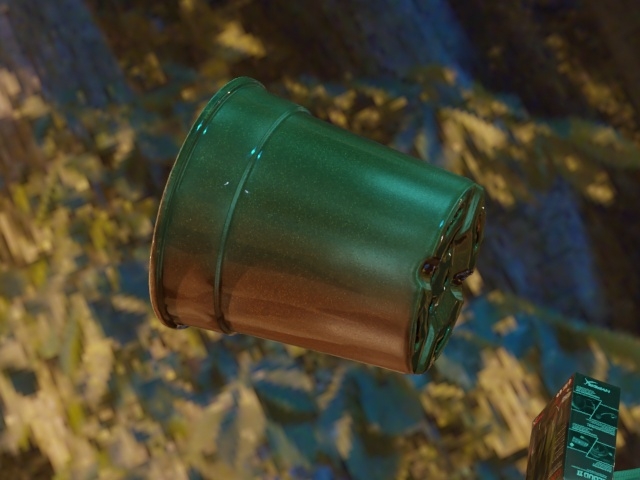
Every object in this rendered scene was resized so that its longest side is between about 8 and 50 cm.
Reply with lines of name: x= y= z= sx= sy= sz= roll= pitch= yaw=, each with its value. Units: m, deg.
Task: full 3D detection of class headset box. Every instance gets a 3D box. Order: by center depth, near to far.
headset box: x=0.143 y=0.128 z=1.115 sx=0.032 sy=0.083 sz=0.062 roll=20 pitch=-39 yaw=-8

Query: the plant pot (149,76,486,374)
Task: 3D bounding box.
plant pot: x=0.005 y=0.001 z=1.198 sx=0.167 sy=0.165 sz=0.167 roll=18 pitch=-90 yaw=-72

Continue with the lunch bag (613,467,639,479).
lunch bag: x=0.372 y=0.306 z=1.715 sx=0.287 sy=0.235 sz=0.169 roll=-17 pitch=-58 yaw=17
